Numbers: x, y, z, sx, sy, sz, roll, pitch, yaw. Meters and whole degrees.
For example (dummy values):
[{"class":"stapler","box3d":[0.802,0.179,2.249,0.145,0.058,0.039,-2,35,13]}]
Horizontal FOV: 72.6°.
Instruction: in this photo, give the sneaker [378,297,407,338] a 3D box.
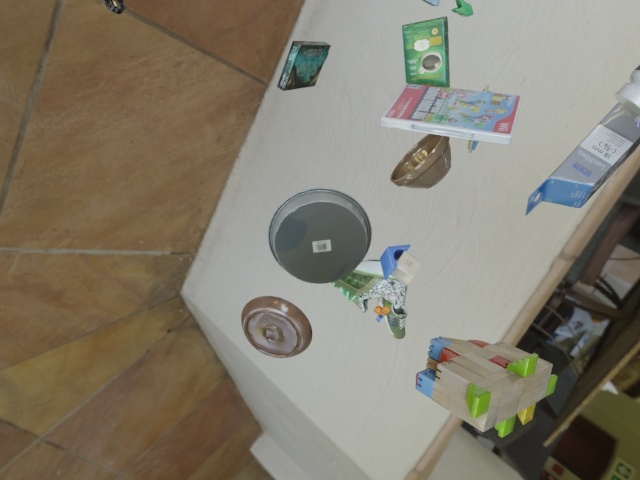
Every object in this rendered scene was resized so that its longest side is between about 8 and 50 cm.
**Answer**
[{"class":"sneaker","box3d":[0.288,0.287,1.618,0.064,0.086,0.192,-39,108,-41]}]

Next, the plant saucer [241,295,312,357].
[{"class":"plant saucer","box3d":[-0.102,0.199,0.958,0.029,0.169,0.168,-60,169,-59]}]

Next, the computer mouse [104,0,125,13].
[{"class":"computer mouse","box3d":[-0.520,-0.632,1.001,0.041,0.242,0.071,-33,-178,35]}]

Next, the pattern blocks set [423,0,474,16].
[{"class":"pattern blocks set","box3d":[0.310,-0.631,0.869,0.286,0.026,0.324,-11,122,-33]}]

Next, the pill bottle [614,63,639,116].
[{"class":"pill bottle","box3d":[0.550,-0.268,0.689,0.137,0.078,0.078,-50,155,22]}]

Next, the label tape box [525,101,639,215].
[{"class":"label tape box","box3d":[0.733,-0.188,1.209,0.333,0.106,0.241,-49,156,8]}]

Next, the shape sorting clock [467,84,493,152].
[{"class":"shape sorting clock","box3d":[0.483,-0.370,1.336,0.206,0.040,0.206,-51,151,-43]}]

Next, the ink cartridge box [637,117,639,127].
[{"class":"ink cartridge box","box3d":[0.812,-0.278,0.940,0.206,0.208,0.045,-59,174,-23]}]

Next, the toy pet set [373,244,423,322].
[{"class":"toy pet set","box3d":[0.122,0.063,0.769,0.122,0.065,0.114,-50,170,-31]}]

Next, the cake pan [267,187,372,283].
[{"class":"cake pan","box3d":[0.000,0.000,1.203,0.054,0.293,0.293,-96,-155,-64]}]

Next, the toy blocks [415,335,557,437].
[{"class":"toy blocks","box3d":[0.393,0.336,1.123,0.382,0.261,0.190,-4,105,-38]}]

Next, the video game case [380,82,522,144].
[{"class":"video game case","box3d":[0.307,-0.303,1.016,0.025,0.285,0.204,85,28,-43]}]

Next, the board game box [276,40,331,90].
[{"class":"board game box","box3d":[-0.043,-0.477,1.188,0.186,0.026,0.126,-39,160,-55]}]

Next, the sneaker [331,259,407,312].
[{"class":"sneaker","box3d":[0.114,0.153,1.475,0.158,0.411,0.181,7,84,-58]}]

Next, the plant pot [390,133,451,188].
[{"class":"plant pot","box3d":[0.354,-0.250,1.451,0.237,0.110,0.237,-46,-168,12]}]

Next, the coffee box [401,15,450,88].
[{"class":"coffee box","box3d":[0.277,-0.474,1.140,0.040,0.113,0.184,-40,126,-50]}]
